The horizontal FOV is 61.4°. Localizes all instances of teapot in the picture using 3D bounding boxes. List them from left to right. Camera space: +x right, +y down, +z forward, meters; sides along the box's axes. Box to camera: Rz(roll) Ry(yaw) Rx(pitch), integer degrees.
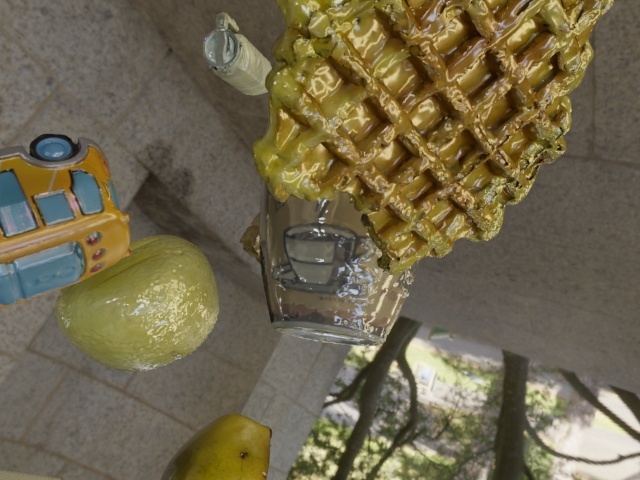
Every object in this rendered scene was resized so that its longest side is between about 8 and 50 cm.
[{"bbox_3d":[-0.151,-0.346,1.004,0.077,0.107,0.200,-2,-178,11],"label":"teapot"}]

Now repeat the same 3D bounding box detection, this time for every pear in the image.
[{"bbox_3d":[-0.295,0.614,1.366,0.191,0.386,0.340,35,135,-18],"label":"pear"}]

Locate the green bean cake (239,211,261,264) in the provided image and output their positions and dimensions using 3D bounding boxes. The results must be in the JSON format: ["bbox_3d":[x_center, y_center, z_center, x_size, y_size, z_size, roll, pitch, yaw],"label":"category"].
[{"bbox_3d":[-0.015,-0.013,1.071,0.230,0.224,0.131,39,171,-22],"label":"green bean cake"}]

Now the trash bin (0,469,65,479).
[{"bbox_3d":[-0.454,0.423,0.649,0.296,0.255,0.367,34,171,29],"label":"trash bin"}]

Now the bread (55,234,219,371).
[{"bbox_3d":[-0.380,0.120,1.135,0.321,0.320,0.237,18,136,28],"label":"bread"}]

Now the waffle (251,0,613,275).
[{"bbox_3d":[0.078,-0.086,0.388,0.291,0.291,0.051,47,-169,-43],"label":"waffle"}]

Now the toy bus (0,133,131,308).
[{"bbox_3d":[-0.299,-0.012,0.542,0.136,0.210,0.126,52,144,25],"label":"toy bus"}]

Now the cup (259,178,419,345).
[{"bbox_3d":[0.000,0.000,0.702,0.227,0.256,0.301,20,161,-27],"label":"cup"}]
